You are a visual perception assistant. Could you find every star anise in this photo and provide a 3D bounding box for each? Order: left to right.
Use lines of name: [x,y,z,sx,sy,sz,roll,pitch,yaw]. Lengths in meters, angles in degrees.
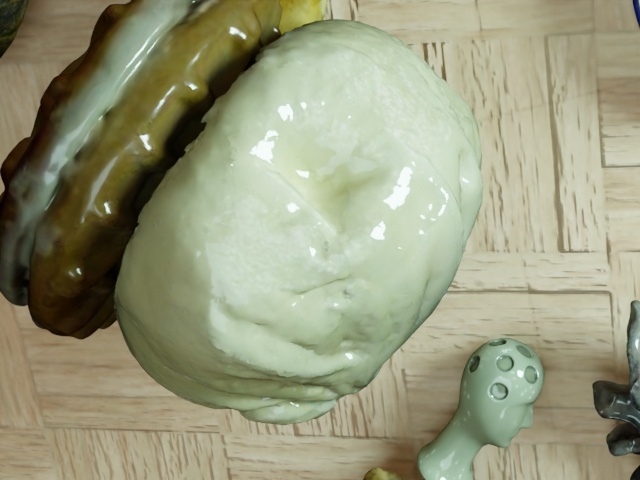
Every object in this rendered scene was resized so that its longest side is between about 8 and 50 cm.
star anise: [0.337,0.160,1.262,0.198,0.111,0.258,-3,120,18]

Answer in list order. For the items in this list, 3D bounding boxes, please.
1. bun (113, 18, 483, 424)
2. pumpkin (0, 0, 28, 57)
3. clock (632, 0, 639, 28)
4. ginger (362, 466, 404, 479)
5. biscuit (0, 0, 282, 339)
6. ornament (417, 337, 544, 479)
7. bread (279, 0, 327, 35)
bun: [0.000,0.000,1.142,0.211,0.360,0.360,35,120,6]
pumpkin: [-0.364,-0.227,1.263,0.218,0.162,0.219,5,118,10]
clock: [0.353,-0.208,1.096,0.230,0.083,0.230,6,118,12]
ginger: [0.099,0.384,1.412,0.274,0.152,0.358,21,134,37]
biscuit: [-0.159,-0.054,1.165,0.115,0.268,0.366,34,144,7]
ornament: [0.152,0.160,1.337,0.081,0.075,0.156,35,119,11]
bread: [-0.069,-0.229,1.211,0.173,0.085,0.134,8,117,14]
